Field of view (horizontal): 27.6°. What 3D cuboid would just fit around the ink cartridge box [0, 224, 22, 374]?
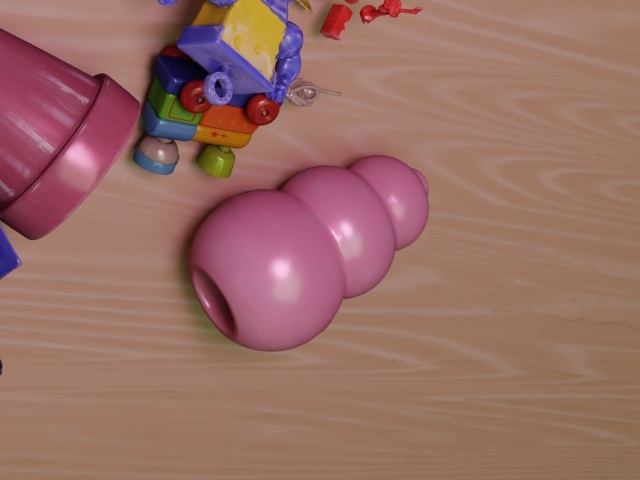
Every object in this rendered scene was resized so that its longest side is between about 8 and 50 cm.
[{"bbox_3d":[-0.513,0.080,1.356,0.395,0.151,0.270,-28,87,-15],"label":"ink cartridge box"}]

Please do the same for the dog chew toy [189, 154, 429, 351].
[{"bbox_3d":[0.000,0.000,1.661,0.332,0.206,0.206,-30,127,-23],"label":"dog chew toy"}]

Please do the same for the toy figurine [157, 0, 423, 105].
[{"bbox_3d":[-0.077,-0.254,1.412,0.362,0.191,0.217,38,71,-47],"label":"toy figurine"}]

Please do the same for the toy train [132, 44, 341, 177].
[{"bbox_3d":[-0.101,-0.138,1.588,0.248,0.105,0.143,8,122,-33],"label":"toy train"}]

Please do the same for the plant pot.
[{"bbox_3d":[-0.326,-0.129,1.410,0.180,0.201,0.201,39,93,-23],"label":"plant pot"}]
